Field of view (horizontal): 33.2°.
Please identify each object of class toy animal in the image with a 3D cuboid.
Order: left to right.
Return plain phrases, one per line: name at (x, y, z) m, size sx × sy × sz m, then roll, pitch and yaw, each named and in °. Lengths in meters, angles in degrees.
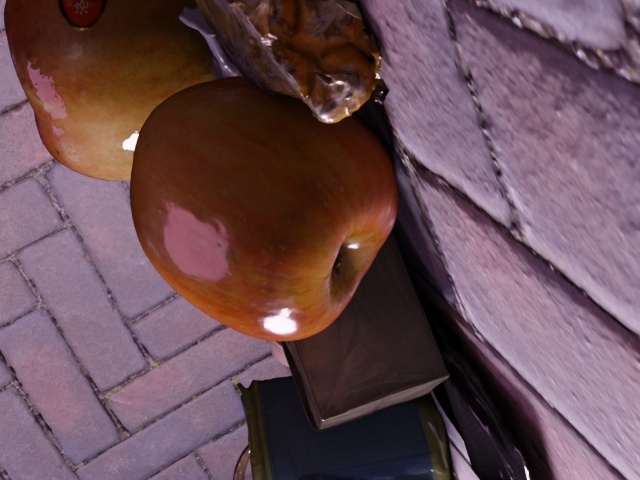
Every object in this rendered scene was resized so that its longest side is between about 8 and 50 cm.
toy animal at (-0.082, -0.206, 1.251) m, size 0.205 × 0.081 × 0.367 m, roll 55°, pitch 175°, yaw -34°

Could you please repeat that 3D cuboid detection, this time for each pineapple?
pineapple at (-0.039, -0.194, 0.923) m, size 0.236 × 0.114 × 0.186 m, roll 58°, pitch 172°, yaw 1°

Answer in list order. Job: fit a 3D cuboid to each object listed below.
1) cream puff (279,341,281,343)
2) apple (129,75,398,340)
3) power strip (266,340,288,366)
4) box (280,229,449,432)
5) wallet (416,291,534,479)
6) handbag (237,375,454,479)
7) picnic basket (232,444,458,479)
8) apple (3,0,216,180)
cream puff at (0.010, 0.125, 1.657) m, size 0.189 × 0.129 × 0.189 m, roll 36°, pitch -169°, yaw -8°
apple at (-0.061, -0.036, 1.047) m, size 0.241 × 0.242 × 0.242 m, roll 32°, pitch 160°, yaw 23°
power strip at (-0.022, 0.145, 1.877) m, size 0.154 × 0.154 × 0.078 m, roll 57°, pitch 165°, yaw 27°
box at (0.024, 0.079, 1.202) m, size 0.149 × 0.155 × 0.231 m, roll 97°, pitch 154°, yaw -75°
wallet at (0.176, 0.204, 1.238) m, size 0.323 × 0.041 × 0.247 m, roll -120°, pitch 7°, yaw -49°
handbag at (0.037, 0.287, 1.348) m, size 0.222 × 0.241 × 0.263 m, roll -105°, pitch 3°, yaw -57°
picnic basket at (0.020, 0.391, 1.647) m, size 0.293 × 0.337 × 0.337 m, roll 61°, pitch 172°, yaw 4°
apple at (-0.265, -0.256, 1.502) m, size 0.338 × 0.305 × 0.338 m, roll 165°, pitch 90°, yaw -84°
